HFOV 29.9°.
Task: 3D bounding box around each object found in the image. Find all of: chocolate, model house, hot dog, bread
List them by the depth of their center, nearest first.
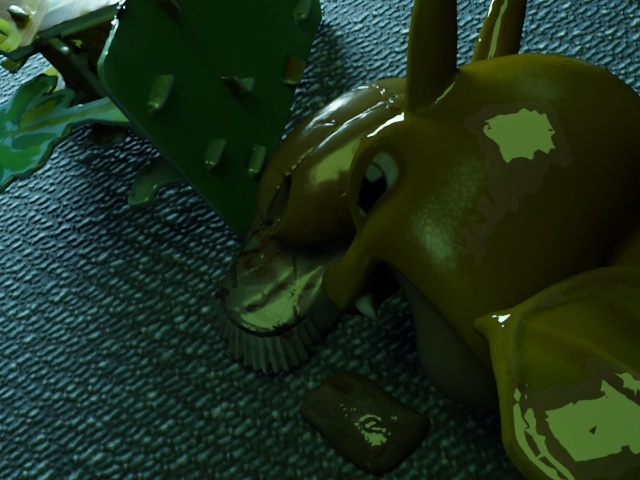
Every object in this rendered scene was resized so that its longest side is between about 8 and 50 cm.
[{"bbox_3d":[0.030,0.131,0.922,0.064,0.031,0.100,-39,46,-18],"label":"chocolate"},{"bbox_3d":[0.028,-0.070,0.978,0.189,0.077,0.114,-36,62,-15],"label":"bread"},{"bbox_3d":[0.000,0.000,1.024,0.131,0.069,0.253,26,67,27],"label":"hot dog"},{"bbox_3d":[-0.202,-0.152,1.173,0.312,0.242,0.358,-15,47,33],"label":"model house"}]

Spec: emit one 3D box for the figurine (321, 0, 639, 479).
[{"bbox_3d":[0.215,-0.007,0.806,0.387,0.268,0.401,33,79,24],"label":"figurine"}]
